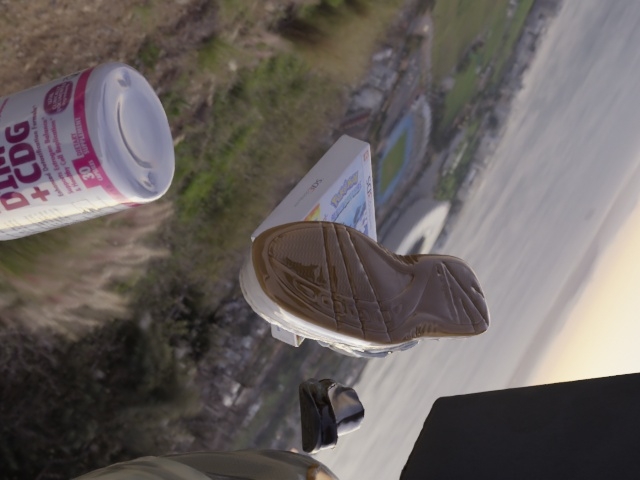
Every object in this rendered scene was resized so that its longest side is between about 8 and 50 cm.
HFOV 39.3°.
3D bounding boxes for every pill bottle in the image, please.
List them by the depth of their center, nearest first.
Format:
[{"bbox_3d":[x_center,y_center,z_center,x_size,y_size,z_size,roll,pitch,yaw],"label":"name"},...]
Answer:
[{"bbox_3d":[-0.325,-0.090,1.020,0.160,0.283,0.160,-14,90,-72],"label":"pill bottle"}]

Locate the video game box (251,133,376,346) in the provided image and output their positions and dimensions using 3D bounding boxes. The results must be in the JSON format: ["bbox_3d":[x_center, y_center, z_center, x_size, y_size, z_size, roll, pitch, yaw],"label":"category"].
[{"bbox_3d":[0.000,0.000,1.122,0.205,0.048,0.187,-51,147,-33],"label":"video game box"}]

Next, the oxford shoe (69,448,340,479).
[{"bbox_3d":[-0.136,0.200,0.466,0.130,0.169,0.449,1,159,-43],"label":"oxford shoe"}]

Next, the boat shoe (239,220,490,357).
[{"bbox_3d":[0.028,0.055,0.728,0.096,0.098,0.277,-28,152,36],"label":"boat shoe"}]

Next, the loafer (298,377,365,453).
[{"bbox_3d":[0.016,0.208,1.120,0.220,0.078,0.080,-61,147,-86],"label":"loafer"}]

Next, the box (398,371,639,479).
[{"bbox_3d":[0.391,0.431,1.071,0.471,0.480,0.297,68,28,-18],"label":"box"}]
